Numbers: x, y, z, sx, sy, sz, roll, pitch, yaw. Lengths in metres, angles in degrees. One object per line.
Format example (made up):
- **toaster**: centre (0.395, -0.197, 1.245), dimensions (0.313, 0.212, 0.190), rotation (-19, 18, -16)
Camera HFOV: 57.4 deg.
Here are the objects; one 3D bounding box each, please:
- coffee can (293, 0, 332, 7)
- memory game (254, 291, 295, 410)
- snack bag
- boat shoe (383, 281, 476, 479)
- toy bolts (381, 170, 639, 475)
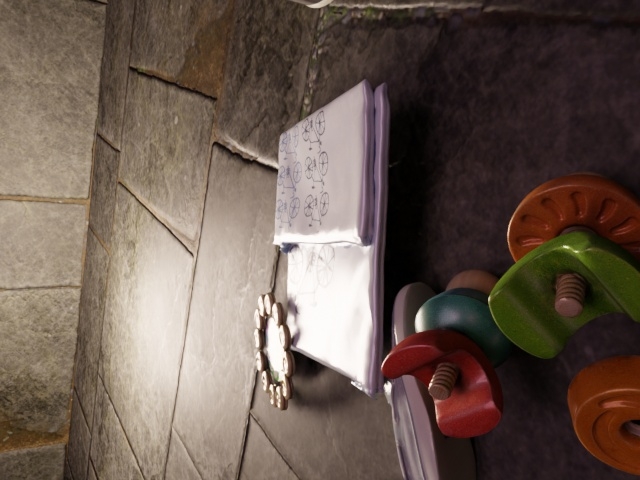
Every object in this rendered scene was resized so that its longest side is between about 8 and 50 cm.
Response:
- **coffee can**: centre (-0.101, -0.437, 0.757), dimensions (0.201, 0.275, 0.201), rotation (-3, 86, 57)
- **memory game**: centre (-0.075, 0.171, 0.907), dimensions (0.186, 0.012, 0.186), rotation (176, 90, -69)
- **snack bag**: centre (0.000, 0.000, 0.755), dimensions (0.323, 0.037, 0.342), rotation (180, 91, -68)
- **boat shoe**: centre (0.100, 0.161, 0.620), dimensions (0.081, 0.079, 0.227), rotation (-19, 77, 50)
- **toy bolts**: centre (0.189, 0.070, 0.488), dimensions (0.218, 0.158, 0.228), rotation (49, 131, -10)
